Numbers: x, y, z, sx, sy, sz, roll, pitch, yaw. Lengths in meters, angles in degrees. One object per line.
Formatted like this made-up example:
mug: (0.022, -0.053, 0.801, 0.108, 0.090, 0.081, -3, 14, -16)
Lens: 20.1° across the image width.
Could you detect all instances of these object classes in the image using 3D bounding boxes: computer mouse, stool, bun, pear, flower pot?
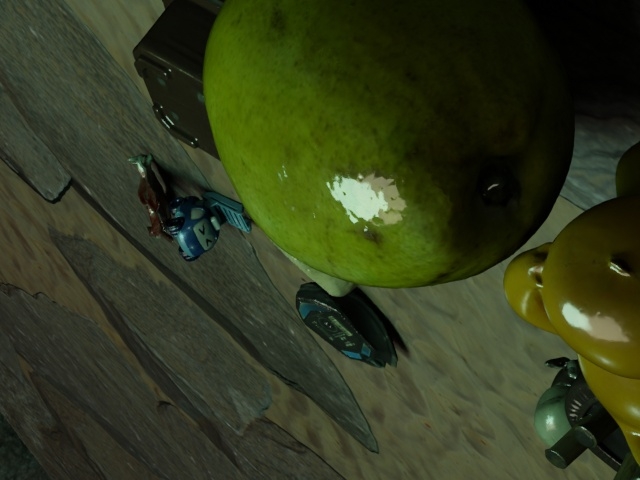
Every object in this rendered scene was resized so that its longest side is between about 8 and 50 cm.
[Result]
computer mouse: (0.032, 0.085, 1.903, 0.135, 0.047, 0.079, 43, 154, -14)
stool: (0.243, 0.151, 1.507, 0.217, 0.121, 0.125, 1, 132, 56)
bun: (0.000, 0.000, 1.780, 0.115, 0.069, 0.115, 44, 180, 0)
pear: (0.049, -0.095, 1.244, 0.307, 0.253, 0.253, 37, 159, 53)
flower pot: (-0.079, -0.130, 1.680, 0.251, 0.084, 0.179, 33, 155, 35)

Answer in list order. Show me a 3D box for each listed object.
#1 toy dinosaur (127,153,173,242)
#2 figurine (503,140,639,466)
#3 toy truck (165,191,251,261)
toy dinosaur: (-0.193, -0.046, 2.078, 0.220, 0.032, 0.108, 174, 81, -87)
figurine: (0.235, 0.046, 1.203, 0.215, 0.215, 0.228, 28, 147, 42)
toy truck: (-0.121, -0.022, 1.993, 0.073, 0.090, 0.056, -87, -24, -50)
